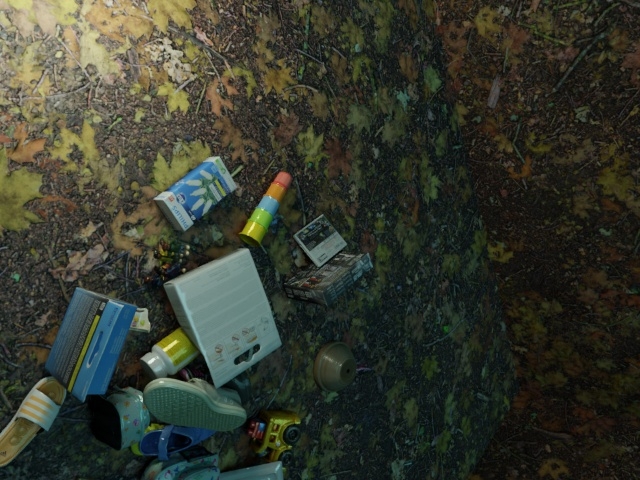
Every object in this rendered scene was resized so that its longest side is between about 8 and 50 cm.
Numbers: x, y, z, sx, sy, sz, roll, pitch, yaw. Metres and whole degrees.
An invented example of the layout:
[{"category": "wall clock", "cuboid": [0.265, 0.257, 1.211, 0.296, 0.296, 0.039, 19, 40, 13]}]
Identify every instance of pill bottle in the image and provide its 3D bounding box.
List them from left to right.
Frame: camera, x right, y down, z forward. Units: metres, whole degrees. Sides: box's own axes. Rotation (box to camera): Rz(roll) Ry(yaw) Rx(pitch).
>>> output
[{"category": "pill bottle", "cuboid": [-0.486, 0.372, 1.616, 0.208, 0.119, 0.119, -36, 117, -37]}]

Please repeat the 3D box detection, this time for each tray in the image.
[{"category": "tray", "cuboid": [-0.273, 0.937, 1.837, 0.270, 0.030, 0.145, -6, 101, -12]}]

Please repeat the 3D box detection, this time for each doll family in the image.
[{"category": "doll family", "cuboid": [-0.513, 0.085, 1.601, 0.111, 0.076, 0.193, 10, 89, -49]}]

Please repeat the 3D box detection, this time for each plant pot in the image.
[{"category": "plant pot", "cuboid": [0.089, 0.582, 2.198, 0.237, 0.110, 0.237, -5, 96, -45]}]

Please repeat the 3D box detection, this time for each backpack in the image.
[{"category": "backpack", "cuboid": [-0.603, 0.538, 1.465, 0.144, 0.188, 0.166, -3, 95, -43]}, {"category": "backpack", "cuboid": [-0.473, 0.837, 1.628, 0.253, 0.191, 0.225, 9, 88, -39]}]

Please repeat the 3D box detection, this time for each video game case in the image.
[{"category": "video game case", "cuboid": [0.000, 0.000, 2.070, 0.190, 0.022, 0.173, -37, 87, -36]}]

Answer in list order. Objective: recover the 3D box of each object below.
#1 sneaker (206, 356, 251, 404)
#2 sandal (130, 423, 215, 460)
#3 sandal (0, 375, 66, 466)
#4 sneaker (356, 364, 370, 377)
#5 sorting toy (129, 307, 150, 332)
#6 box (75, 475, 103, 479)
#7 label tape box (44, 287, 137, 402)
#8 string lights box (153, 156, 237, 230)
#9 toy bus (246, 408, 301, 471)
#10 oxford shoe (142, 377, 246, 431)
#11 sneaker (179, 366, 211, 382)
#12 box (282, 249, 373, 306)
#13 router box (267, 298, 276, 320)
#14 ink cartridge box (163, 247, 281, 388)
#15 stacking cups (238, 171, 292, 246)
[{"category": "sneaker", "cuboid": [-0.348, 0.485, 1.785, 0.130, 0.109, 0.286, -23, 100, -34]}, {"category": "sandal", "cuboid": [-0.469, 0.669, 1.646, 0.317, 0.138, 0.126, -7, 96, -45]}, {"category": "sandal", "cuboid": [-0.805, 0.514, 1.347, 0.102, 0.076, 0.265, 48, 61, -36]}, {"category": "sneaker", "cuboid": [0.194, 0.641, 2.353, 0.119, 0.047, 0.057, 9, 94, -37]}, {"category": "sorting toy", "cuboid": [-0.592, 0.253, 1.561, 0.083, 0.045, 0.075, 24, 70, -42]}, {"category": "box", "cuboid": [-0.724, 0.845, 1.490, 0.164, 0.021, 0.201, 38, 67, -39]}, {"category": "label tape box", "cuboid": [-0.614, 0.279, 1.324, 0.115, 0.347, 0.249, 28, 74, -42]}, {"category": "string lights box", "cuboid": [-0.426, -0.163, 1.662, 0.260, 0.077, 0.133, -47, 125, -31]}, {"category": "toy bus", "cuboid": [-0.207, 0.785, 1.915, 0.211, 0.149, 0.220, 19, 83, -30]}, {"category": "oxford shoe", "cuboid": [-0.410, 0.522, 1.589, 0.169, 0.130, 0.449, -33, 141, 11]}, {"category": "sneaker", "cuboid": [-0.431, 0.469, 1.682, 0.075, 0.063, 0.170, -45, 148, -17]}, {"category": "box", "cuboid": [0.032, 0.146, 2.016, 0.307, 0.242, 0.076, -37, 117, -37]}, {"category": "router box", "cuboid": [-0.228, 0.297, 1.895, 0.122, 0.038, 0.092, -40, 121, -53]}, {"category": "ink cartridge box", "cuboid": [-0.323, 0.259, 1.668, 0.308, 0.091, 0.385, -28, 105, -40]}, {"category": "stacking cups", "cuboid": [-0.202, -0.131, 1.869, 0.096, 0.096, 0.316, 43, 64, -37]}]
